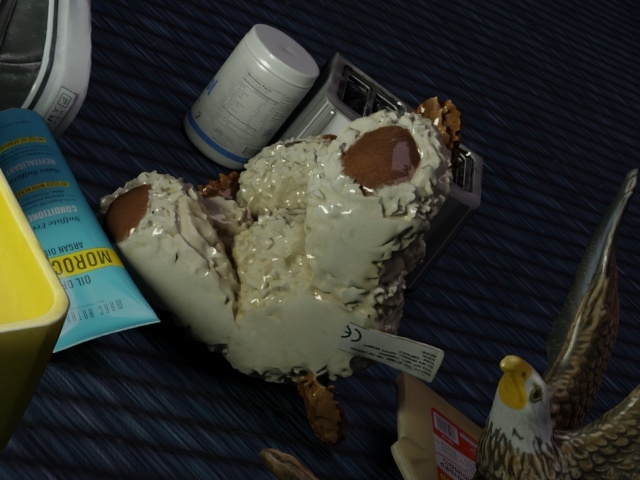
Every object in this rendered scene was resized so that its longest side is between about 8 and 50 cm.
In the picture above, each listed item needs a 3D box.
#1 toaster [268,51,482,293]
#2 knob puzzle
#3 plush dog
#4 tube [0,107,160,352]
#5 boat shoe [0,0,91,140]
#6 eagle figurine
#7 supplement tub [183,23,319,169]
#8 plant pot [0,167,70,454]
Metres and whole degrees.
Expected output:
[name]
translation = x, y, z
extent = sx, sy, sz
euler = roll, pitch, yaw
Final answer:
[toaster]
translation = 0.039, -0.056, 1.622
extent = 0.168, 0.110, 0.185
euler = 35, 22, -8
[knob puzzle]
translation = 0.114, 0.200, 1.338
extent = 0.213, 0.030, 0.213
euler = 40, 23, -20
[plush dog]
translation = 0.000, 0.000, 1.354
extent = 0.225, 0.262, 0.210
euler = -68, 139, -57
[tube]
translation = -0.176, -0.004, 1.260
extent = 0.080, 0.052, 0.207
euler = -19, 48, -13
[boat shoe]
translation = -0.246, -0.209, 1.453
extent = 0.119, 0.121, 0.335
euler = 30, 25, -33
[eagle figurine]
translation = 0.151, 0.119, 1.153
extent = 0.226, 0.298, 0.225
euler = 53, -16, 9
[supplement tub]
translation = -0.058, -0.118, 1.591
extent = 0.071, 0.107, 0.071
euler = 33, 22, -15
[plant pot]
translation = -0.249, 0.043, 0.812
extent = 0.212, 0.187, 0.212
euler = -10, 47, -27
